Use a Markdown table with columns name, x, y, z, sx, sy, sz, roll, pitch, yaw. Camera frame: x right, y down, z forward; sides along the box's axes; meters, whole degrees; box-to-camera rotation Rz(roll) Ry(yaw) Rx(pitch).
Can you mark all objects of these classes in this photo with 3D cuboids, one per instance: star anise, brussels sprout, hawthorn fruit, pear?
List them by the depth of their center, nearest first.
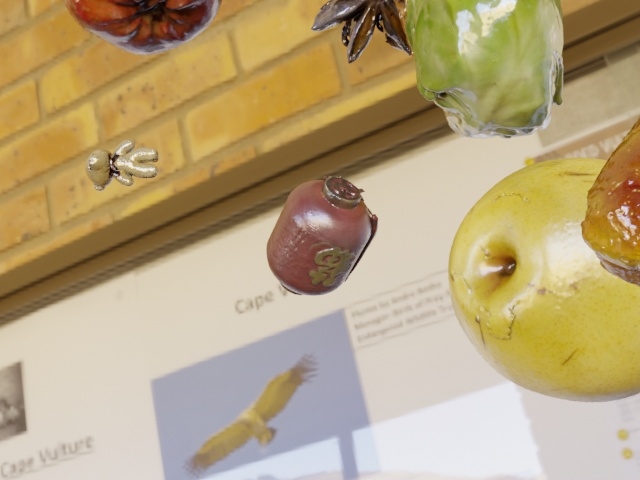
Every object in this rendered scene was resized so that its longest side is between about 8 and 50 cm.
| name | x | y | z | sx | sy | sz | roll | pitch | yaw |
| --- | --- | --- | --- | --- | --- | --- | --- | --- | --- |
| pear | 0.348 | 0.053 | 1.205 | 0.348 | 0.348 | 0.348 | -12 | -22 | -5 |
| brussels sprout | 0.249 | -0.312 | 1.352 | 0.247 | 0.328 | 0.328 | 3 | -19 | 12 |
| hawthorn fruit | -0.287 | -0.452 | 1.465 | 0.275 | 0.299 | 0.275 | 1 | -53 | 1 |
| star anise | 0.112 | -0.552 | 1.953 | 0.332 | 0.331 | 0.117 | -7 | 17 | -16 |

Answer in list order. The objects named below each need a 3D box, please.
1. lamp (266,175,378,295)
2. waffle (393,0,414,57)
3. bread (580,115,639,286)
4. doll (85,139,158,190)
| name | x | y | z | sx | sy | sz | roll | pitch | yaw |
| --- | --- | --- | --- | --- | --- | --- | --- | --- | --- |
| lamp | 0.000 | 0.000 | 1.642 | 0.180 | 0.180 | 0.258 | 0 | -46 | -30 |
| waffle | 0.198 | -0.507 | 1.719 | 0.091 | 0.308 | 0.213 | -24 | 6 | -8 |
| bread | 0.268 | -0.083 | 0.518 | 0.271 | 0.139 | 0.077 | -57 | -35 | -6 |
| doll | -0.248 | -0.095 | 1.112 | 0.093 | 0.061 | 0.051 | 0 | -15 | -5 |
